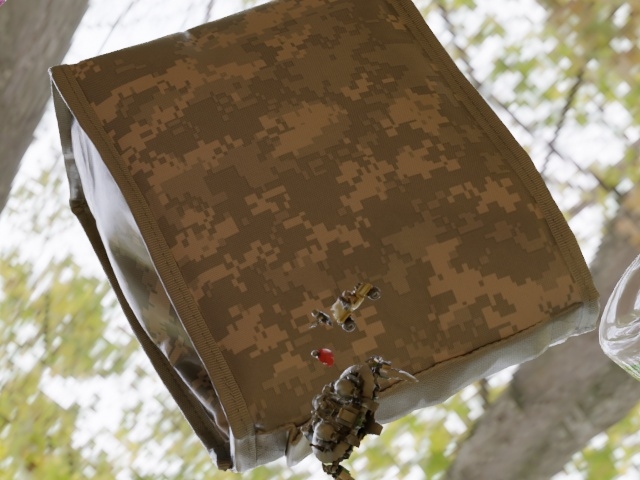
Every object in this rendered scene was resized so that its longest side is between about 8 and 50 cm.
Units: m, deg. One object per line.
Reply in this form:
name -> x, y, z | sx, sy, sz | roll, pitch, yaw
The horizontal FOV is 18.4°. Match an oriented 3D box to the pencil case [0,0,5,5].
pencil case -> -0.187, -0.119, 0.858 | 0.124, 0.284, 0.124 | 36, -151, -24

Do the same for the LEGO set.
LEGO set -> 0.006, 0.053, 0.718 | 0.023, 0.054, 0.083 | 25, -151, -39

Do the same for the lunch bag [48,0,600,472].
lunch bag -> 0.000, 0.000, 1.185 | 0.235, 0.169, 0.287 | -20, -128, -15

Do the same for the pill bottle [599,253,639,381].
pill bottle -> 0.349, 0.102, 1.530 | 0.246, 0.136, 0.136 | 37, -124, -13
